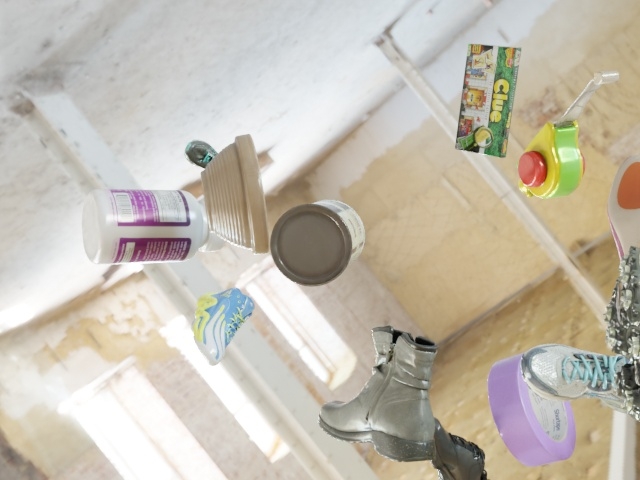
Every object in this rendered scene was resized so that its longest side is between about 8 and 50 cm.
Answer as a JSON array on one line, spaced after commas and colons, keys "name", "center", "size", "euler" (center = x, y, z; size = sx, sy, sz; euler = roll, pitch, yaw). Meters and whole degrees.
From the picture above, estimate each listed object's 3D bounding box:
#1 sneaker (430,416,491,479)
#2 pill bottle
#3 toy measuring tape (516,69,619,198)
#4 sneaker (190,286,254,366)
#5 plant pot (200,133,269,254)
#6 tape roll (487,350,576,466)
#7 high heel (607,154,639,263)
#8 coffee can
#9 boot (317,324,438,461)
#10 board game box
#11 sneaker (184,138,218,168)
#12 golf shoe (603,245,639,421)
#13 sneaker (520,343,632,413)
[{"name": "sneaker", "center": [0.327, 0.516, 1.782], "size": [0.130, 0.286, 0.109], "euler": [-24, -145, 6]}, {"name": "pill bottle", "center": [-0.375, -0.033, 1.683], "size": [0.302, 0.169, 0.169], "euler": [-1, 157, -32]}, {"name": "toy measuring tape", "center": [0.446, -0.162, 1.319], "size": [0.121, 0.121, 0.330], "euler": [-38, 168, -27]}, {"name": "sneaker", "center": [-0.207, 0.169, 1.592], "size": [0.126, 0.091, 0.240], "euler": [-27, -150, 4]}, {"name": "plant pot", "center": [-0.172, -0.083, 1.433], "size": [0.110, 0.237, 0.237], "euler": [-9, 173, -10]}, {"name": "tape roll", "center": [0.534, 0.422, 1.853], "size": [0.090, 0.274, 0.275], "euler": [-28, -174, 36]}, {"name": "high heel", "center": [0.717, 0.004, 1.637], "size": [0.127, 0.377, 0.181], "euler": [-3, 157, 30]}, {"name": "coffee can", "center": [0.000, 0.000, 1.899], "size": [0.201, 0.201, 0.275], "euler": [-39, 178, 11]}, {"name": "boot", "center": [0.081, 0.192, 0.985], "size": [0.084, 0.161, 0.246], "euler": [5, 174, -28]}, {"name": "board game box", "center": [0.402, -0.338, 1.776], "size": [0.136, 0.259, 0.030], "euler": [17, -160, 39]}, {"name": "sneaker", "center": [-0.237, -0.177, 1.686], "size": [0.166, 0.076, 0.065], "euler": [31, 86, -47]}, {"name": "golf shoe", "center": [0.410, 0.113, 0.874], "size": [0.272, 0.120, 0.105], "euler": [-72, 169, -51]}, {"name": "sneaker", "center": [0.502, 0.234, 1.323], "size": [0.122, 0.283, 0.110], "euler": [120, -22, -62]}]
